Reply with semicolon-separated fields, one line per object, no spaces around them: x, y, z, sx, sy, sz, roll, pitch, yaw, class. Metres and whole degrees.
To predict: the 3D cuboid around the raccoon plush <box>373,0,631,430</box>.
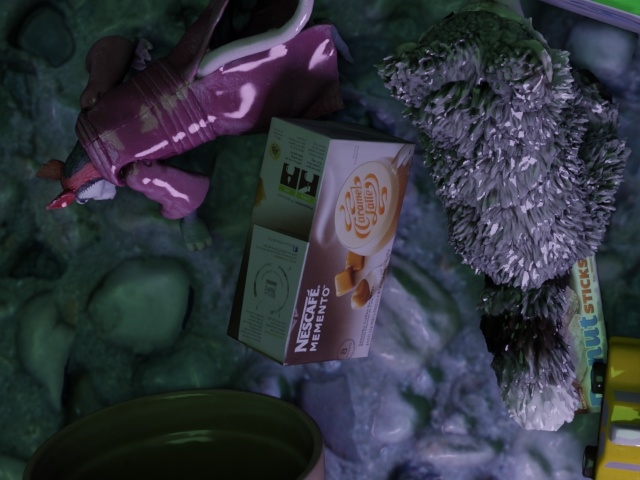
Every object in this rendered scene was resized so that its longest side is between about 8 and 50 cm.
0.202;-0.029;1.436;0.216;0.299;0.446;-18;84;17;raccoon plush

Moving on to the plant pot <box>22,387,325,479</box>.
-0.140;0.354;1.593;0.323;0.323;0.280;-2;111;14;plant pot

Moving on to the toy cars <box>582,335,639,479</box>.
0.409;0.129;1.516;0.394;0.087;0.176;-44;89;9;toy cars

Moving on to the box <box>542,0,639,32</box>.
0.297;-0.284;1.444;0.262;0.231;0.127;20;97;11;box

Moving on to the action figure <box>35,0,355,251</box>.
-0.141;-0.138;1.550;0.370;0.276;0.248;-35;88;-3;action figure

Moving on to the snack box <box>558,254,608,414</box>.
0.279;0.100;1.590;0.064;0.022;0.178;-8;93;13;snack box

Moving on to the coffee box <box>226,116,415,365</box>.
0.000;0.000;1.566;0.098;0.141;0.246;23;105;41;coffee box
